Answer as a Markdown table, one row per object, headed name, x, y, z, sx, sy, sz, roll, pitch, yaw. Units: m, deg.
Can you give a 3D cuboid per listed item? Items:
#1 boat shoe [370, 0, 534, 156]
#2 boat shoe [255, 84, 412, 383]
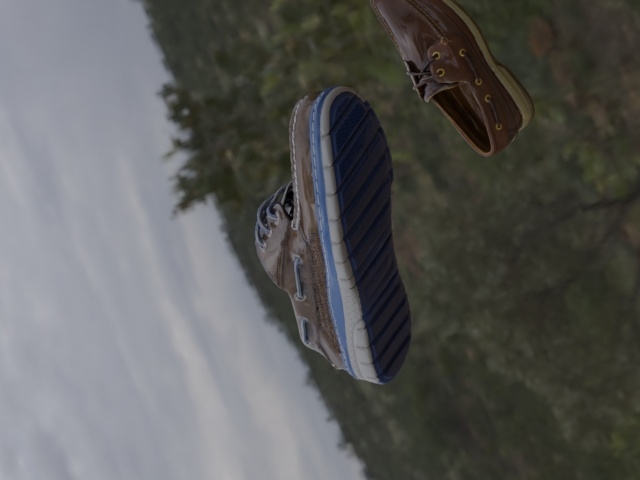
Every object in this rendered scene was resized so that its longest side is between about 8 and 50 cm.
| name | x | y | z | sx | sy | sz | roll | pitch | yaw |
| --- | --- | --- | --- | --- | --- | --- | --- | --- | --- |
| boat shoe | 0.103 | -0.144 | 1.220 | 0.178 | 0.060 | 0.064 | 47 | 148 | -15 |
| boat shoe | 0.000 | 0.000 | 0.783 | 0.066 | 0.066 | 0.183 | -50 | -39 | -44 |
